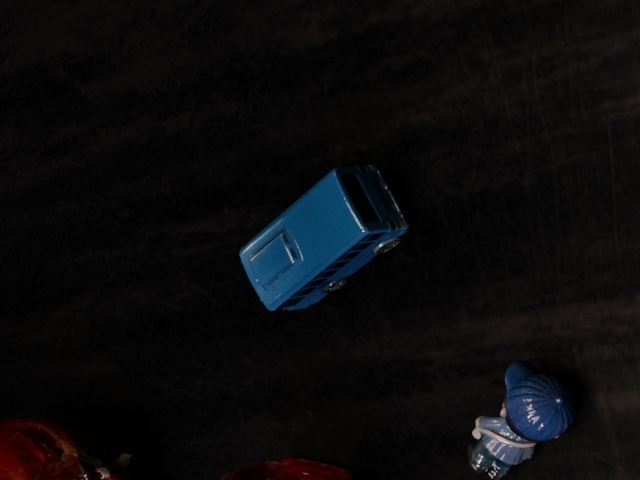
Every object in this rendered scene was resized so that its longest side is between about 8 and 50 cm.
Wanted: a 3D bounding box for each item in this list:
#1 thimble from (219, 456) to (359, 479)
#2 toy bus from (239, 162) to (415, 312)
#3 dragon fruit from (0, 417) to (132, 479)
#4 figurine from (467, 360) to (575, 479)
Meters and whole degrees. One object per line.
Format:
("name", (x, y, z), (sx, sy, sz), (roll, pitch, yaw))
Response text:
("thimble", (-0.034, 0.316, 1.760), (0.163, 0.189, 0.125), (1, 96, 6))
("toy bus", (0.000, 0.000, 1.758), (0.185, 0.106, 0.090), (-40, 71, 35))
("dragon fruit", (-0.363, 0.358, 1.973), (0.302, 0.295, 0.295), (-29, 74, 45))
("figurine", (0.197, 0.188, 1.625), (0.077, 0.079, 0.136), (28, 113, -9))
